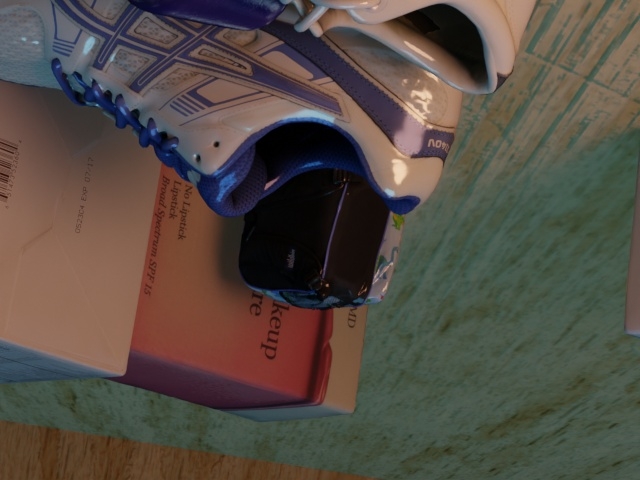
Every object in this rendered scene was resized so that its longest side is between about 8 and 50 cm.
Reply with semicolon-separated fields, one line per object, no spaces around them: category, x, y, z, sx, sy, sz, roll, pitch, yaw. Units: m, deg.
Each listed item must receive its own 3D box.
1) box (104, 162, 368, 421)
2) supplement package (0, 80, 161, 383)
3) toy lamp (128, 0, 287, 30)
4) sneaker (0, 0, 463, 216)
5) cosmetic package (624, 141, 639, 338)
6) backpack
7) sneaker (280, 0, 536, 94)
box;-0.087;0.045;1.288;0.232;0.149;0.126;20;160;-38
supplement package;-0.224;-0.019;1.047;0.203;0.194;0.149;-8;157;44
toy lamp;-0.117;-0.164;0.698;0.080;0.080;0.274;-6;156;43
sneaker;-0.071;-0.082;0.863;0.296;0.131;0.112;5;166;18
cosmetic package;0.338;0.011;0.966;0.224;0.138;0.224;21;160;-35
backpack;0.000;0.000;1.164;0.084;0.105;0.114;22;165;-37
sneaker;0.007;-0.136;0.694;0.258;0.091;0.094;20;161;-37
